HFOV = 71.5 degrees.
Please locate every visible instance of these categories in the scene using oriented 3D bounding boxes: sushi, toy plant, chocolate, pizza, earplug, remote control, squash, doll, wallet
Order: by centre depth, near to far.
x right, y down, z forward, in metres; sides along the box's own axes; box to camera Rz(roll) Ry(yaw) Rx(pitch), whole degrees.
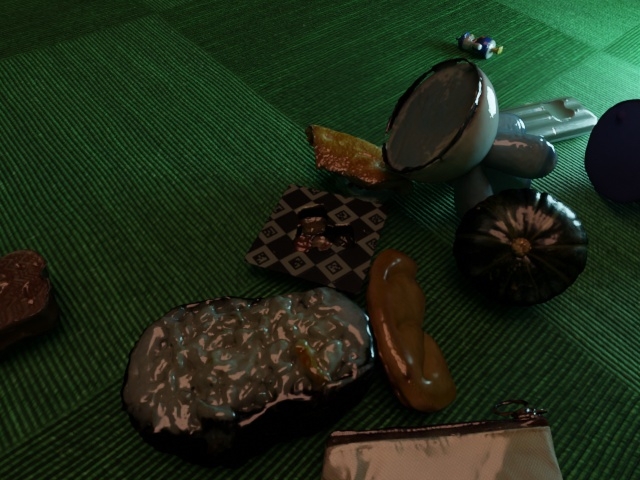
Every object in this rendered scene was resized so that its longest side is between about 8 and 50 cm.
[{"bbox_3d":[0.173,0.355,0.564,0.334,0.068,0.275,-4,61,-6],"label":"wallet"},{"bbox_3d":[-0.088,0.188,0.628,0.349,0.171,0.211,-14,53,-12],"label":"sushi"},{"bbox_3d":[-0.522,0.117,0.702,0.213,0.093,0.148,-25,59,-20],"label":"chocolate"},{"bbox_3d":[0.346,0.011,0.785,0.217,0.219,0.172,19,15,10],"label":"squash"},{"bbox_3d":[0.000,0.000,0.858,0.219,0.047,0.232,15,49,13],"label":"sushi"},{"bbox_3d":[0.310,-0.166,0.876,0.332,0.247,0.247,25,45,-30],"label":"toy plant"},{"bbox_3d":[0.072,-0.165,0.932,0.270,0.056,0.134,24,53,9],"label":"pizza"},{"bbox_3d":[0.849,-0.196,0.976,0.454,0.215,0.215,-3,53,-11],"label":"earplug"},{"bbox_3d":[0.522,-0.293,1.104,0.334,0.066,0.128,-15,53,-15],"label":"remote control"},{"bbox_3d":[0.472,-0.587,1.334,0.142,0.058,0.098,30,35,25],"label":"doll"}]

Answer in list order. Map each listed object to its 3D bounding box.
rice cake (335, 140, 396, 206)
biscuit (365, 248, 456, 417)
[{"bbox_3d":[0.138,-0.150,0.984,0.211,0.038,0.124,-33,61,-25],"label":"rice cake"},{"bbox_3d":[0.137,0.129,0.726,0.154,0.045,0.300,23,42,-35],"label":"biscuit"}]
